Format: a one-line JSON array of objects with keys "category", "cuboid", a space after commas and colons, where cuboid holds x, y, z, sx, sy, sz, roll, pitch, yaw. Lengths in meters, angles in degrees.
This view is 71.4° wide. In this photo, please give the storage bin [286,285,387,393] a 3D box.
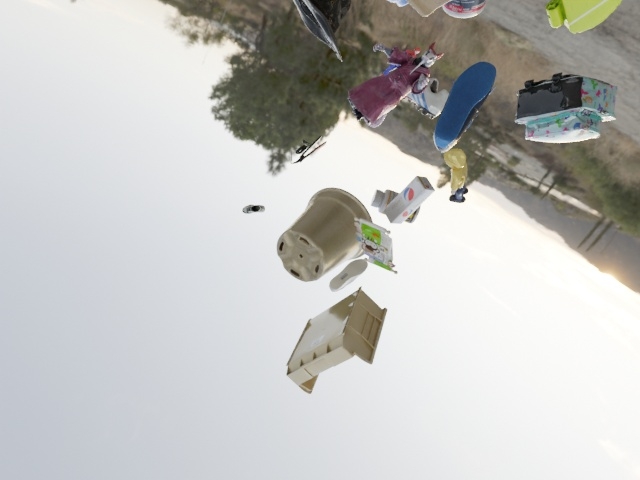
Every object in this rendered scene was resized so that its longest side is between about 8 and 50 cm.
[{"category": "storage bin", "cuboid": [0.049, 0.308, 1.362, 0.123, 0.262, 0.260, 46, -145, -11]}]

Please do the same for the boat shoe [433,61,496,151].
[{"category": "boat shoe", "cuboid": [0.369, -0.354, 1.182, 0.109, 0.258, 0.089, 37, 177, 17]}]

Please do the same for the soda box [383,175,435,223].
[{"category": "soda box", "cuboid": [0.350, -0.158, 1.772, 0.069, 0.216, 0.074, 1, -126, -40]}]

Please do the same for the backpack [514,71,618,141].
[{"category": "backpack", "cuboid": [0.748, -0.393, 1.338, 0.253, 0.191, 0.225, -9, -172, -27]}]

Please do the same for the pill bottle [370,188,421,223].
[{"category": "pill bottle", "cuboid": [0.344, -0.163, 2.052, 0.214, 0.118, 0.117, 19, -158, -2]}]

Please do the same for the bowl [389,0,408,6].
[{"category": "bowl", "cuboid": [0.345, -0.919, 1.394, 0.077, 0.391, 0.391, 31, -161, -20]}]

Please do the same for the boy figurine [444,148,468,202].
[{"category": "boy figurine", "cuboid": [0.610, -0.289, 1.995, 0.092, 0.177, 0.285, 9, 149, 29]}]

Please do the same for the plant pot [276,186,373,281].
[{"category": "plant pot", "cuboid": [0.000, 0.000, 1.777, 0.333, 0.334, 0.305, 34, -138, 14]}]

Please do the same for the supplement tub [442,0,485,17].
[{"category": "supplement tub", "cuboid": [0.627, -1.118, 1.889, 0.190, 0.272, 0.191, -3, -123, 4]}]

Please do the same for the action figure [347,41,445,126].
[{"category": "action figure", "cuboid": [0.285, -0.549, 1.594, 0.275, 0.370, 0.248, 24, -142, -62]}]

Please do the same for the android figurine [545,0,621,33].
[{"category": "android figurine", "cuboid": [0.839, -0.766, 1.389, 0.272, 0.248, 0.056, 25, -140, -48]}]

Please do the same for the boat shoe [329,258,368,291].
[{"category": "boat shoe", "cuboid": [0.111, 0.143, 1.766, 0.066, 0.184, 0.063, 44, 164, 14]}]

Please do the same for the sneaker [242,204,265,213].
[{"category": "sneaker", "cuboid": [-0.226, -0.106, 1.471, 0.083, 0.032, 0.037, -6, 178, 21]}]

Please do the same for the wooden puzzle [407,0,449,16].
[{"category": "wooden puzzle", "cuboid": [0.321, -0.766, 1.122, 0.321, 0.347, 0.081, 20, -114, -39]}]

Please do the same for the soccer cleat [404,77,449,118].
[{"category": "soccer cleat", "cuboid": [0.433, -0.661, 1.945, 0.115, 0.143, 0.331, 9, -146, -45]}]

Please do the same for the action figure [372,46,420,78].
[{"category": "action figure", "cuboid": [0.373, -0.882, 2.246, 0.139, 0.280, 0.092, -12, -106, -54]}]

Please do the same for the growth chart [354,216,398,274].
[{"category": "growth chart", "cuboid": [0.203, 0.017, 1.653, 0.171, 0.238, 0.021, 19, -128, 33]}]

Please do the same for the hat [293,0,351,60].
[{"category": "hat", "cuboid": [0.006, -0.682, 1.252, 0.331, 0.134, 0.331, 49, -172, -10]}]

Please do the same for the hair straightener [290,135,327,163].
[{"category": "hair straightener", "cuboid": [-0.075, -0.471, 2.289, 0.089, 0.230, 0.047, 49, 163, 2]}]
